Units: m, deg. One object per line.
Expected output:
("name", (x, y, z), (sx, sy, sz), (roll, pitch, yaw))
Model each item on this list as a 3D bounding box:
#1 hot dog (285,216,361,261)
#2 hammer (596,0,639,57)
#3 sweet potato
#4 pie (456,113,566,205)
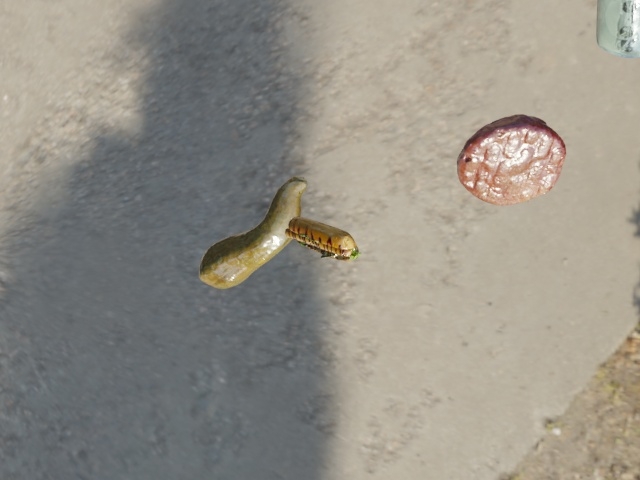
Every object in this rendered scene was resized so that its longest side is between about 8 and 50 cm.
("hot dog", (0.000, 0.000, 1.290), (0.037, 0.122, 0.049), (-49, 134, -26))
("hammer", (0.401, -0.256, 1.091), (0.070, 0.193, 0.116), (-63, 152, -48))
("sweet potato", (-0.097, -0.001, 1.490), (0.062, 0.233, 0.081), (11, 43, -55))
("pie", (0.317, -0.130, 1.662), (0.182, 0.182, 0.050), (18, 39, -20))
